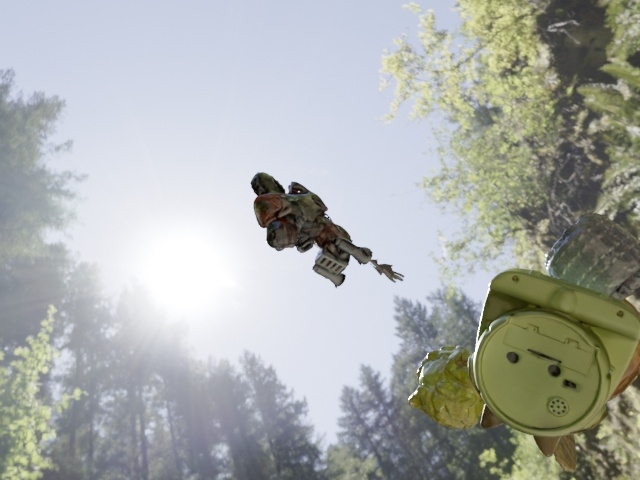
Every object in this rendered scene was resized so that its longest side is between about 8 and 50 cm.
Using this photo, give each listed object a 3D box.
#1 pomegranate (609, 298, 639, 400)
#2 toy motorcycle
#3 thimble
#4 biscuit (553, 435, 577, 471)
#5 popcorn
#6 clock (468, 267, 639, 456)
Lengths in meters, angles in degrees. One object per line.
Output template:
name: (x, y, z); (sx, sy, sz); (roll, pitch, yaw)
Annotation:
pomegranate: (0.836, 0.323, 1.845); (0.412, 0.411, 0.411); (-9, -57, -14)
toy motorcycle: (0.000, 0.000, 1.279); (0.401, 0.207, 0.134); (36, -61, -12)
thimble: (0.638, 0.055, 1.313); (0.236, 0.172, 0.205); (5, -50, -46)
biscuit: (0.653, 0.520, 1.565); (0.033, 0.219, 0.220); (-23, -49, 31)
popcorn: (0.368, 0.405, 1.592); (0.255, 0.256, 0.195); (-27, -69, 22)
clock: (0.437, 0.247, 1.128); (0.117, 0.286, 0.348); (0, -73, -64)
